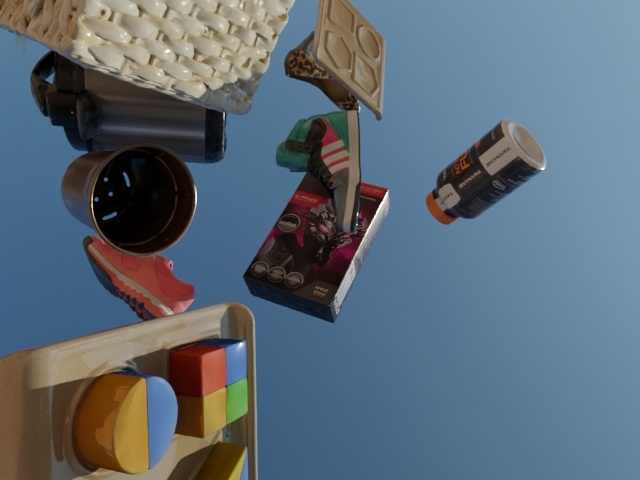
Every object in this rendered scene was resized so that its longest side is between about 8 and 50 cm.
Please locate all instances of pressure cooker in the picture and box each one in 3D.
[{"bbox_3d":[-0.417,-0.359,1.226,0.421,0.370,0.375,3,-94,-9],"label":"pressure cooker"}]

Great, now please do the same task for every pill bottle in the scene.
[{"bbox_3d":[0.336,-0.131,1.149,0.246,0.130,0.130,-42,-149,40],"label":"pill bottle"}]

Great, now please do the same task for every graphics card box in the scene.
[{"bbox_3d":[0.000,0.000,1.338,0.233,0.094,0.371,18,-121,20],"label":"graphics card box"}]

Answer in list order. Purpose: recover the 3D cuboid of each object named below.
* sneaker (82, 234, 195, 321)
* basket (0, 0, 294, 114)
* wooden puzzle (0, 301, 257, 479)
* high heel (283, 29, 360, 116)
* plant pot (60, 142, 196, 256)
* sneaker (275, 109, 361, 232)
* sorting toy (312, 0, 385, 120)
[{"bbox_3d":[-0.415,0.078,1.252,0.314,0.116,0.136,36,-123,19],"label":"sneaker"},{"bbox_3d":[-0.206,-0.352,0.643,0.266,0.331,0.328,30,-77,22],"label":"basket"},{"bbox_3d":[-0.167,0.248,0.591,0.081,0.348,0.322,1,-88,29],"label":"wooden puzzle"},{"bbox_3d":[0.005,-0.382,1.385,0.093,0.261,0.186,-11,-145,40],"label":"high heel"},{"bbox_3d":[-0.308,-0.072,0.842,0.165,0.167,0.167,15,-126,44],"label":"plant pot"},{"bbox_3d":[-0.005,-0.151,1.141,0.178,0.124,0.295,0,-119,2],"label":"sneaker"},{"bbox_3d":[0.052,-0.339,0.966,0.038,0.208,0.193,-14,-123,35],"label":"sorting toy"}]
